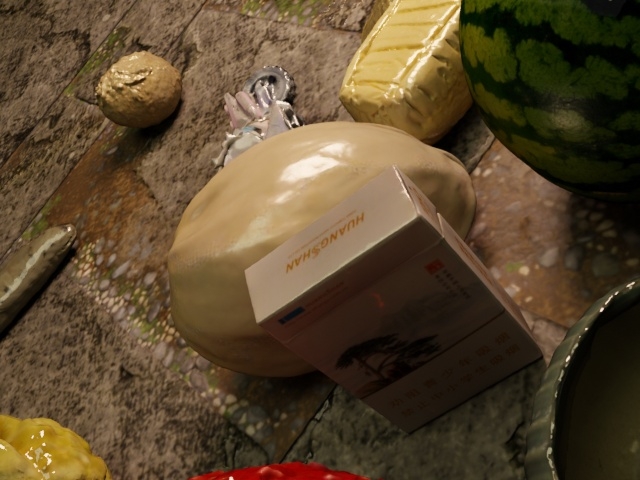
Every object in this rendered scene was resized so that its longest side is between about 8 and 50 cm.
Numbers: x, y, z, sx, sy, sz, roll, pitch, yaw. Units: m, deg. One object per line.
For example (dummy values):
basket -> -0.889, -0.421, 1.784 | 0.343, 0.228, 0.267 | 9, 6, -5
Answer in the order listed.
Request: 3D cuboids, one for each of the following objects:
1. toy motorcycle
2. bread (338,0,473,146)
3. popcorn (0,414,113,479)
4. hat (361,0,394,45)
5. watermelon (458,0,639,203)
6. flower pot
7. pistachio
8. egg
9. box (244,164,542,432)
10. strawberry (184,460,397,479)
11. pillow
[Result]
toy motorcycle -> -0.091, -0.086, 1.024 | 0.204, 0.108, 0.239 | -32, 43, 17
bread -> 0.127, -0.210, 0.942 | 0.140, 0.106, 0.236 | 18, 71, 47
popcorn -> -0.325, 0.319, 0.829 | 0.252, 0.215, 0.286 | 21, 71, 22
hat -> 0.099, -0.309, 1.073 | 0.146, 0.067, 0.146 | -22, 47, 25
watermelon -> 0.253, -0.171, 0.677 | 0.285, 0.285, 0.285 | -22, 47, 26
flower pot -> 0.235, 0.134, 0.543 | 0.189, 0.157, 0.243 | 8, 65, 45
pistachio -> 0.000, 0.000, 0.822 | 0.332, 0.208, 0.226 | -32, 85, -4
egg -> -0.280, -0.234, 1.295 | 0.140, 0.116, 0.118 | -22, 24, -16
box -> 0.066, 0.060, 0.682 | 0.149, 0.233, 0.067 | -36, 43, 13
strawberry -> -0.006, 0.300, 0.568 | 0.292, 0.310, 0.292 | -35, 49, 54
pillow -> -0.461, 0.061, 1.262 | 0.241, 0.051, 0.093 | -52, 41, -3
